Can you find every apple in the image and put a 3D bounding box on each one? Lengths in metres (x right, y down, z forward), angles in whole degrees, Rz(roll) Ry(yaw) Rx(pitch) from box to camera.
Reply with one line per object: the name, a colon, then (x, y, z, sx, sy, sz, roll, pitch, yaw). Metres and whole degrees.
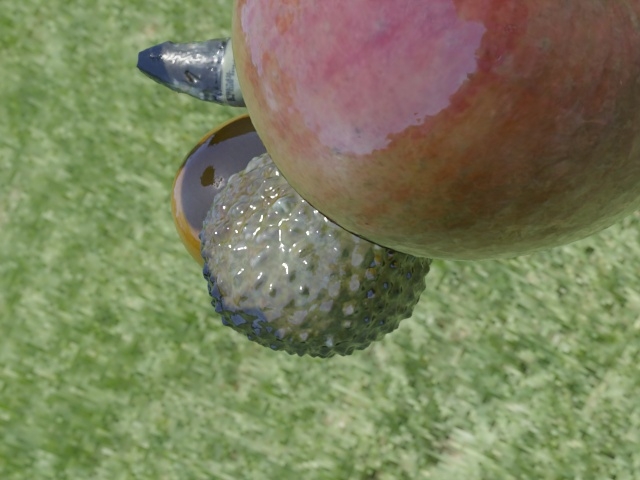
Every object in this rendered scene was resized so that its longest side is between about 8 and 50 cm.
apple: (0.094, -0.133, 0.963, 0.269, 0.345, 0.344, -44, 34, 44)

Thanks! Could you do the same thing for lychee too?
lychee: (0.000, 0.000, 1.520, 0.255, 0.255, 0.274, -99, 29, -45)

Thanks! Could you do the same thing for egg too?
egg: (-0.042, -0.047, 2.008, 0.283, 0.351, 0.282, -5, 84, 56)

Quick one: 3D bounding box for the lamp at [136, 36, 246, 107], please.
lamp: (-0.131, -0.234, 1.967, 0.250, 0.101, 0.101, 7, 65, 10)
